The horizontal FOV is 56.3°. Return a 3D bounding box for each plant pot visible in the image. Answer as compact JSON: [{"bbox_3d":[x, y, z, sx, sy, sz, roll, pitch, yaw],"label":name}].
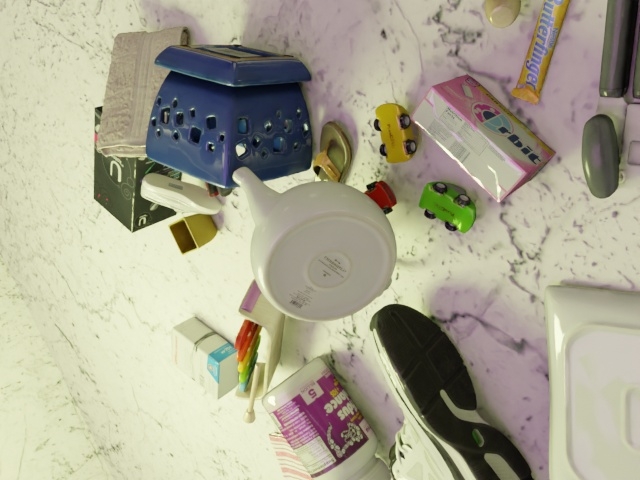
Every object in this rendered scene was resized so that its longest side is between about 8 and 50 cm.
[{"bbox_3d":[-0.297,-0.023,1.433,0.082,0.083,0.081,-18,98,48],"label":"plant pot"},{"bbox_3d":[-0.161,-0.239,1.092,0.236,0.236,0.212,23,119,33],"label":"plant pot"}]

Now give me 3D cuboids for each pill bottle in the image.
[{"bbox_3d":[0.019,0.423,1.309,0.301,0.169,0.169,54,137,7],"label":"pill bottle"}]

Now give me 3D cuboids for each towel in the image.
[{"bbox_3d":[-0.063,0.606,1.585,0.144,0.029,0.196,-3,109,45],"label":"towel"},{"bbox_3d":[-0.376,-0.312,1.262,0.187,0.049,0.282,3,83,21],"label":"towel"}]

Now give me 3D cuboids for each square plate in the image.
[{"bbox_3d":[0.480,0.245,0.824,0.347,0.049,0.343,3,102,41],"label":"square plate"}]

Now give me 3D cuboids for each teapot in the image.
[{"bbox_3d":[0.000,0.000,1.005,0.187,0.253,0.255,-111,14,-57],"label":"teapot"}]

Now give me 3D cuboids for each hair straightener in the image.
[{"bbox_3d":[-0.228,-0.206,1.309,0.089,0.047,0.230,7,111,41],"label":"hair straightener"}]

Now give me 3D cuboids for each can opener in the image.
[{"bbox_3d":[0.365,-0.189,0.714,0.076,0.095,0.283,14,120,38],"label":"can opener"}]

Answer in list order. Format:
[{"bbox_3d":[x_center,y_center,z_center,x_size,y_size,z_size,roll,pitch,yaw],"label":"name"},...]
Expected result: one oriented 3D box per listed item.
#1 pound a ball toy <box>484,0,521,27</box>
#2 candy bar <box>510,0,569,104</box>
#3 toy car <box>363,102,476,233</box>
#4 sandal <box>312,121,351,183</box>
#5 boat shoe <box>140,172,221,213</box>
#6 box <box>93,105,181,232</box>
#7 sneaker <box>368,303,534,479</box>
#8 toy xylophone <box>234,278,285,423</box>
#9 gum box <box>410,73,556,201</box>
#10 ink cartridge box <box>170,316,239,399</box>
[{"bbox_3d":[0.206,-0.454,0.723,0.208,0.135,0.319,20,127,-2],"label":"pound a ball toy"},{"bbox_3d":[0.296,-0.263,0.797,0.040,0.018,0.161,30,130,29],"label":"candy bar"},{"bbox_3d":[0.164,-0.088,0.988,0.225,0.053,0.238,35,132,25],"label":"toy car"},{"bbox_3d":[0.010,-0.132,1.112,0.072,0.049,0.180,35,131,25],"label":"sandal"},{"bbox_3d":[-0.324,-0.094,1.381,0.066,0.184,0.063,-93,26,-44],"label":"boat shoe"},{"bbox_3d":[-0.439,-0.182,1.440,0.165,0.143,0.270,37,133,23],"label":"box"},{"bbox_3d":[0.173,0.345,1.122,0.258,0.169,0.447,-33,90,45],"label":"sneaker"},{"bbox_3d":[-0.145,0.252,1.347,0.081,0.236,0.322,14,121,6],"label":"toy xylophone"},{"bbox_3d":[0.227,-0.153,0.853,0.188,0.107,0.062,47,135,14],"label":"gum box"},{"bbox_3d":[-0.316,0.319,1.632,0.191,0.082,0.139,30,129,30],"label":"ink cartridge box"}]
